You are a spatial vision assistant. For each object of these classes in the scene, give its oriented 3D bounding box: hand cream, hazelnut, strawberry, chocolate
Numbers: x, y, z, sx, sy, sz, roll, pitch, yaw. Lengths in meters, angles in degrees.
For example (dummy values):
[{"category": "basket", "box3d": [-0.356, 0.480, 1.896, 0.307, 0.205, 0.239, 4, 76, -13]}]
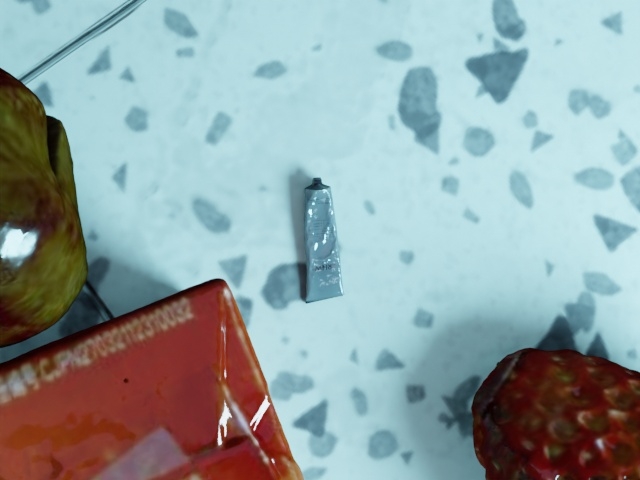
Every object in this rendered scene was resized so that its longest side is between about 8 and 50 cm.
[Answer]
[{"category": "hand cream", "box3d": [0.000, 0.000, 1.336, 0.030, 0.019, 0.093, -7, 98, -12]}, {"category": "hazelnut", "box3d": [-0.244, -0.017, 1.205, 0.178, 0.178, 0.204, -33, 132, -9]}, {"category": "strawberry", "box3d": [0.220, 0.174, 1.330, 0.244, 0.205, 0.205, 39, 85, 7]}, {"category": "chocolate", "box3d": [-0.140, 0.169, 1.270, 0.237, 0.108, 0.235, -23, 100, -10]}]
